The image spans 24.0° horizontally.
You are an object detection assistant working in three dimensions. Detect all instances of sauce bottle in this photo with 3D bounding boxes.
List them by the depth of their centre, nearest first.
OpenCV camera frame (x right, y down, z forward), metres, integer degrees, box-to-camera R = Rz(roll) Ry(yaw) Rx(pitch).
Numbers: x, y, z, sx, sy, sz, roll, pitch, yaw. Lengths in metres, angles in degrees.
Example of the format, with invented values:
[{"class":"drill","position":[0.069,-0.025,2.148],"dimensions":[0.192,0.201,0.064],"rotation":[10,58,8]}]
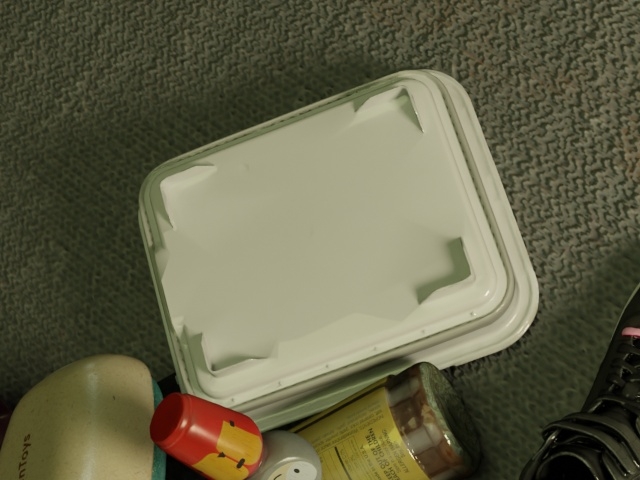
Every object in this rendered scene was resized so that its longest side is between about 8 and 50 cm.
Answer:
[{"class":"sauce bottle","position":[-0.030,0.225,1.293],"dimensions":[0.344,0.111,0.111],"rotation":[-30,65,17]}]

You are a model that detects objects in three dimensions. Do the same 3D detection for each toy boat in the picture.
[{"class":"toy boat","position":[-0.149,0.209,1.237],"dimensions":[0.318,0.148,0.268],"rotation":[-26,45,40]}]

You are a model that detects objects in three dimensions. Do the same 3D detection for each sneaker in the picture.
[{"class":"sneaker","position":[0.242,0.135,1.172],"dimensions":[0.104,0.147,0.296],"rotation":[17,82,29]}]

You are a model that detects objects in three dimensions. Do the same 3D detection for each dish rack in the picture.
[{"class":"dish rack","position":[0.000,0.000,1.332],"dimensions":[0.332,0.072,0.286],"rotation":[-21,67,8]}]

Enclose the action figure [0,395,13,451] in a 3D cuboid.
[{"class":"action figure","position":[-0.435,0.269,1.389],"dimensions":[0.370,0.276,0.248],"rotation":[-27,71,0]}]

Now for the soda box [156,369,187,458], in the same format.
[{"class":"soda box","position":[-0.165,0.178,1.395],"dimensions":[0.169,0.060,0.053],"rotation":[-29,67,14]}]
